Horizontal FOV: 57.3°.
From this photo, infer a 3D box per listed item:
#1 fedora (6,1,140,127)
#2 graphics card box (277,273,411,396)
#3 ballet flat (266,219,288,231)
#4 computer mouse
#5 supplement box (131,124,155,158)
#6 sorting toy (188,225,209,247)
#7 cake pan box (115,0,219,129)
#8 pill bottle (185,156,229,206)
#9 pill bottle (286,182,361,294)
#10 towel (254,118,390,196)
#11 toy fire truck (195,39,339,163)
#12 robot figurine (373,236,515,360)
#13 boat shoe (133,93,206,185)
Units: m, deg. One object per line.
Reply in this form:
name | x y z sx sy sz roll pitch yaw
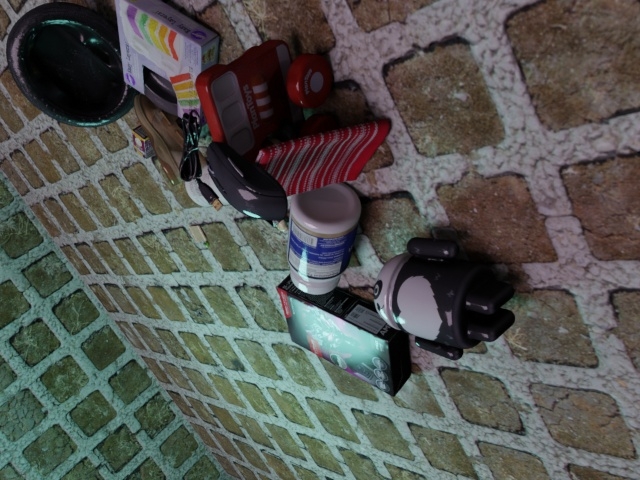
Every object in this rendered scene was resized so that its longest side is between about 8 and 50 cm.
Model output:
fedora | -0.636 -0.470 1.538 0.152 0.334 0.334 -115 12 -49
graphics card box | 0.061 0.243 1.570 0.371 0.094 0.232 22 139 33
ballet flat | -0.154 -0.069 1.530 0.173 0.049 0.057 34 145 20
computer mouse | -0.175 -0.093 1.052 0.262 0.060 0.184 41 145 15
supplement box | -0.518 -0.290 1.721 0.055 0.043 0.083 36 146 15
sorting toy | -0.389 -0.012 1.891 0.062 0.012 0.083 -5 117 45
cake pan box | -0.355 -0.417 1.365 0.246 0.070 0.266 36 147 10
pill bottle | -0.225 -0.152 1.450 0.229 0.131 0.131 -1 124 49
pill bottle | 0.000 0.000 1.333 0.153 0.153 0.264 35 145 19
towel | -0.011 -0.142 1.107 0.031 0.275 0.199 62 150 16
toy fire truck | -0.108 -0.223 1.133 0.169 0.254 0.302 22 139 34
robot figurine | 0.236 0.117 1.163 0.278 0.209 0.174 11 168 42
boat shoe | -0.383 -0.273 1.498 0.341 0.110 0.121 57 171 35
